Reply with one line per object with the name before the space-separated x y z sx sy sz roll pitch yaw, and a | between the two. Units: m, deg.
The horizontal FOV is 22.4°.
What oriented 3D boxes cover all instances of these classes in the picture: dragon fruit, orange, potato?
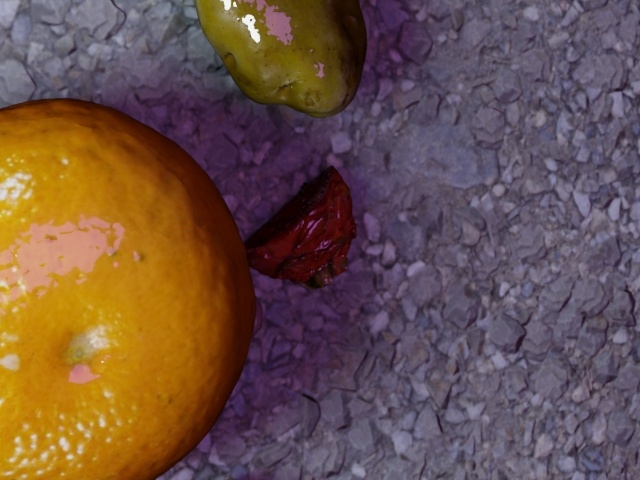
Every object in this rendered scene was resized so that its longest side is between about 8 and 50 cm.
dragon fruit | 0.000 0.000 1.877 0.162 0.083 0.106 -44 113 -20
orange | -0.277 0.066 1.606 0.424 0.326 0.424 -8 110 -22
potato | -0.063 -0.307 1.769 0.195 0.176 0.369 -24 105 -15

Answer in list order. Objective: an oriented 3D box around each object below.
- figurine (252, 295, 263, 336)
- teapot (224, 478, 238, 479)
figurine | -0.098 0.087 1.840 0.083 0.067 0.071 13 108 -42
teapot | -0.173 0.393 1.767 0.203 0.167 0.311 46 73 -21
